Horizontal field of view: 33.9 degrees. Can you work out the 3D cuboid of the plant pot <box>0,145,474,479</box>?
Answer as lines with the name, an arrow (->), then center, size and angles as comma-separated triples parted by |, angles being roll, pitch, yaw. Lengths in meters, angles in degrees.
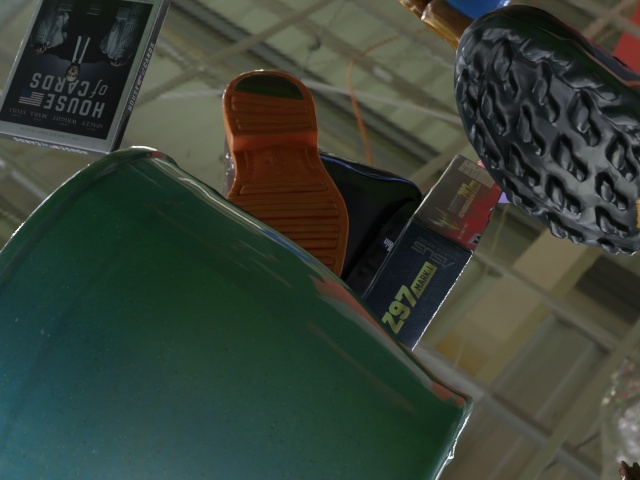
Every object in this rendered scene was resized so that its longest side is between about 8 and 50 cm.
plant pot -> -0.058, 0.120, 0.640 | 0.255, 0.271, 0.271 | 28, -135, 12

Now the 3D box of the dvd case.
dvd case -> -0.308, -0.230, 1.355 | 0.179, 0.029, 0.238 | 12, -106, 17

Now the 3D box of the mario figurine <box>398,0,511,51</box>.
mario figurine -> 0.221, -0.280, 0.870 | 0.198, 0.320, 0.170 | 46, -166, 20

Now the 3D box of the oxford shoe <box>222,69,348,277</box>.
oxford shoe -> -0.044, -0.015, 1.093 | 0.130, 0.132, 0.363 | 2, -132, -5

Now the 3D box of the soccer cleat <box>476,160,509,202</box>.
soccer cleat -> 0.284, -0.071, 1.172 | 0.248, 0.083, 0.095 | -9, -130, 21

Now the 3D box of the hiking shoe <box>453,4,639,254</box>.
hiking shoe -> 0.211, -0.057, 0.692 | 0.304, 0.113, 0.132 | 36, -137, -17

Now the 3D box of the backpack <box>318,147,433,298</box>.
backpack -> 0.000, 0.000, 1.575 | 0.277, 0.263, 0.213 | 17, -173, -12

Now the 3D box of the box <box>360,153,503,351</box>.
box -> 0.080, 0.037, 0.904 | 0.059, 0.183, 0.233 | 31, -156, 6

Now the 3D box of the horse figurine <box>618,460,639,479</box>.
horse figurine -> 0.338, 0.223, 0.723 | 0.263, 0.066, 0.174 | 12, -175, 7
